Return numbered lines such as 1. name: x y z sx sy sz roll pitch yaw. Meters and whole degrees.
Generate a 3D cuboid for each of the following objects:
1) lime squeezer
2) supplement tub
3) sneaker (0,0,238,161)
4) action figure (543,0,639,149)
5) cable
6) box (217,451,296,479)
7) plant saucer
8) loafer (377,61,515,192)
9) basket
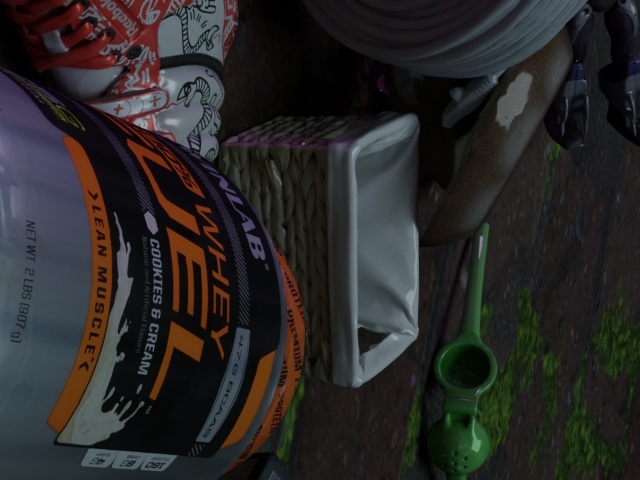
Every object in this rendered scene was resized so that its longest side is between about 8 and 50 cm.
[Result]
1. lime squeezer: 0.134 0.141 1.529 0.110 0.058 0.310 -5 100 -65
2. supplement tub: -0.138 0.029 0.745 0.316 0.193 0.194 20 78 -65
3. sneaker: -0.119 -0.110 0.876 0.270 0.090 0.145 18 77 -68
4. action figure: 0.264 -0.220 1.602 0.099 0.185 0.285 -100 -179 -52
5. cable: 0.081 -0.234 1.098 0.089 0.257 0.257 -2 60 -48
6. box: -0.047 0.281 1.097 0.183 0.059 0.233 54 44 -25
7. plant saucer: 0.130 -0.074 1.212 0.199 0.036 0.198 -60 177 -6
8. loafer: 0.101 -0.120 1.350 0.102 0.092 0.268 -47 160 -13
9. basket: 0.000 0.000 1.145 0.113 0.103 0.167 -31 124 -60
